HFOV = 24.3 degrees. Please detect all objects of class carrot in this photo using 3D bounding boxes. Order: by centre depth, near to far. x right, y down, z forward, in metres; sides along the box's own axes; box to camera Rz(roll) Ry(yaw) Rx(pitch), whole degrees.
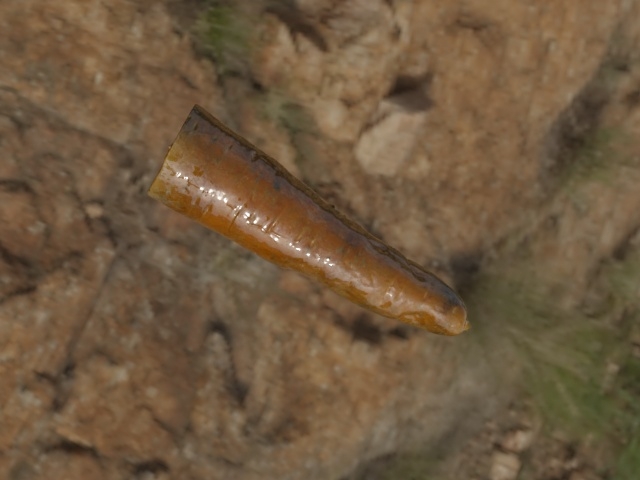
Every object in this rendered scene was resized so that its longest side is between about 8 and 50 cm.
[{"bbox_3d":[0.000,0.000,0.874,0.210,0.061,0.061,32,78,-7],"label":"carrot"}]
